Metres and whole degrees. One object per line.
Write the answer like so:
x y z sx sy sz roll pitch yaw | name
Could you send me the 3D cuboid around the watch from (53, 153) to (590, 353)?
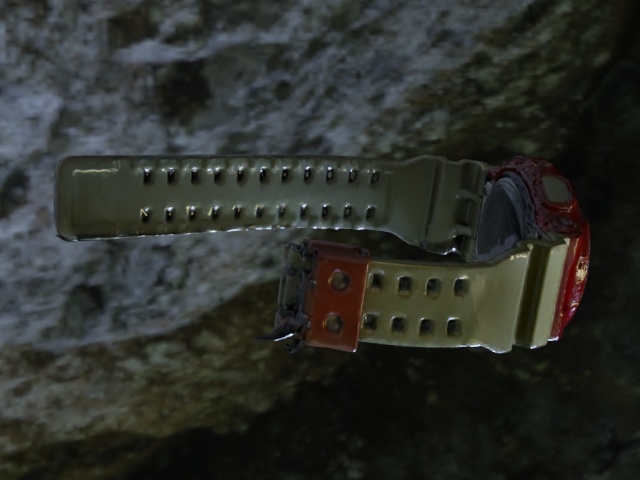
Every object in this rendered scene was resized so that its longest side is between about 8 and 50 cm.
0.009 0.002 0.803 0.165 0.268 0.102 -137 -130 -58 | watch
